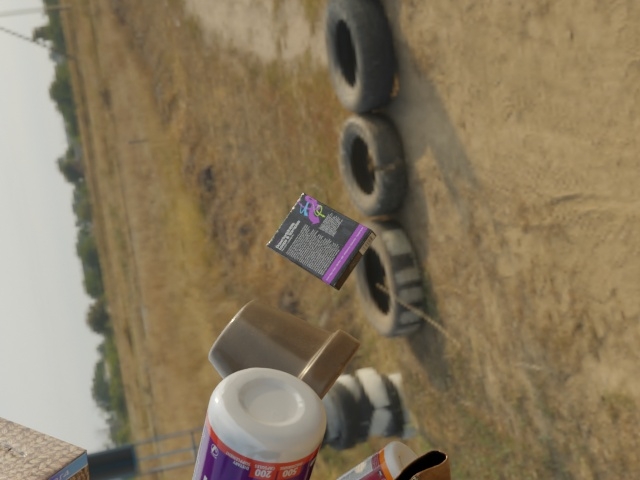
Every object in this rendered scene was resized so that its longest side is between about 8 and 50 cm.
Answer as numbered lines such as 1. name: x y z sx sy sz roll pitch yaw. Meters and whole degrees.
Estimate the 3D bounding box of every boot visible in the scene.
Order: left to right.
1. boot: 0.140 0.514 1.577 0.096 0.264 0.280 44 161 43

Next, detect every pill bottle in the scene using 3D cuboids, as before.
1. pill bottle: -0.109 0.371 1.479 0.181 0.182 0.323 -116 34 -51
2. pill bottle: 0.085 0.474 1.723 0.121 0.221 0.121 43 -159 -21

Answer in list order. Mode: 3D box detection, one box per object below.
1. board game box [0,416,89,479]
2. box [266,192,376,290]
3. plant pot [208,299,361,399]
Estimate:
1. board game box: -0.524 0.482 1.613 0.141 0.232 0.291 -32 -51 -55
2. box: 0.000 0.000 1.598 0.162 0.116 0.029 31 172 32
3. plant pot: -0.083 0.236 1.815 0.229 0.263 0.263 38 158 6
